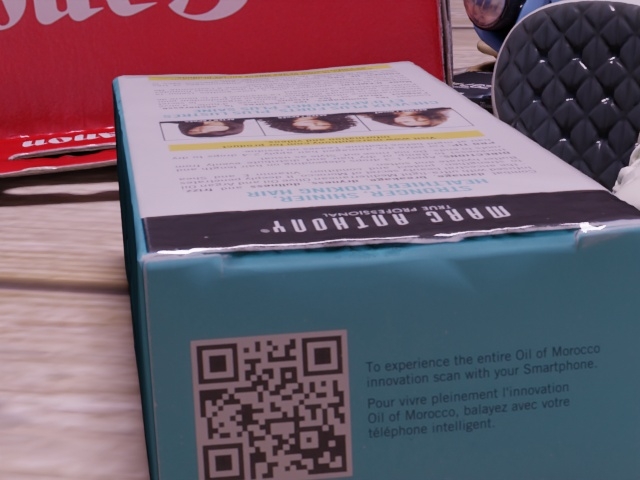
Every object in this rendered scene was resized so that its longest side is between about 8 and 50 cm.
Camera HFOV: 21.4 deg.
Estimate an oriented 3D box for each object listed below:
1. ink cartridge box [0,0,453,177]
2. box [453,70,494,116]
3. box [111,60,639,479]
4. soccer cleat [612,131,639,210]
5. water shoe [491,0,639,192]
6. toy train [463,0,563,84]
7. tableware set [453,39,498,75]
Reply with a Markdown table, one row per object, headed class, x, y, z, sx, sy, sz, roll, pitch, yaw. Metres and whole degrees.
| class | x | y | z | sx | sy | sz | roll | pitch | yaw |
| --- | --- | --- | --- | --- | --- | --- | --- | --- | --- |
| ink cartridge box | -0.105 | -0.116 | 0.744 | 0.309 | 0.130 | 0.272 | -7 | 15 | -5 |
| box | 0.087 | -0.060 | 0.761 | 0.083 | 0.018 | 0.067 | 8 | 17 | 35 |
| box | 0.000 | 0.000 | 0.436 | 0.101 | 0.060 | 0.244 | -4 | 14 | -7 |
| soccer cleat | 0.097 | -0.003 | 0.435 | 0.076 | 0.068 | 0.196 | -5 | 17 | 1 |
| water shoe | 0.153 | -0.035 | 0.586 | 0.203 | 0.073 | 0.080 | 16 | 1 | 38 |
| toy train | 0.147 | -0.088 | 0.712 | 0.184 | 0.080 | 0.105 | -3 | 42 | -35 |
| tableware set | 0.157 | -0.110 | 0.913 | 0.128 | 0.039 | 0.194 | 11 | 19 | 43 |
